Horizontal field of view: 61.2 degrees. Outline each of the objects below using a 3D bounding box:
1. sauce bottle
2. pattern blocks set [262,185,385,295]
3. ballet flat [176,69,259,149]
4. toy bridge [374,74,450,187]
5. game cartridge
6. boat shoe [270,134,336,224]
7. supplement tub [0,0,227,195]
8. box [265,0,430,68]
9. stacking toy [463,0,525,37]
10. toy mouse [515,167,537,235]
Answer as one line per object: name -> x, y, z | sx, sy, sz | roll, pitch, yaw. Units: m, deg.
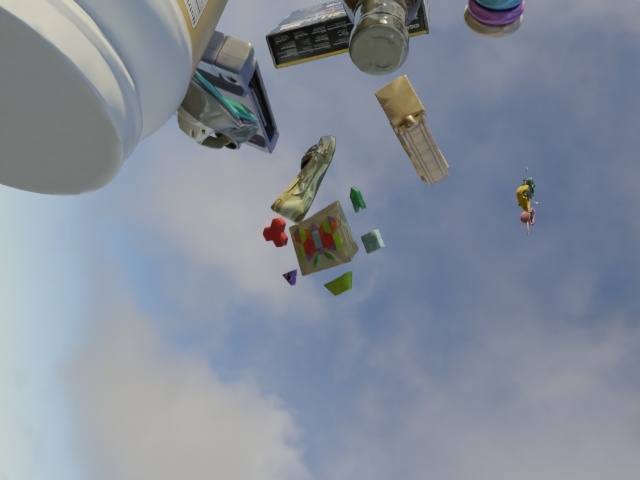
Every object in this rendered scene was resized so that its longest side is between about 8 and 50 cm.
sauce bottle -> 0.084, -0.355, 0.722 | 0.111, 0.111, 0.344 | -48, -151, 46
pattern blocks set -> 0.000, 0.000, 1.347 | 0.325, 0.026, 0.285 | -39, -108, 35
ballet flat -> -0.123, -0.137, 0.612 | 0.072, 0.213, 0.068 | 44, -83, 5
toy bridge -> 0.082, -0.076, 0.440 | 0.026, 0.188, 0.063 | -29, -98, 13
game cartridge -> -0.194, -0.244, 0.860 | 0.355, 0.230, 0.068 | 77, 32, -82
boat shoe -> -0.020, -0.093, 0.757 | 0.153, 0.048, 0.056 | -67, -174, -25
supplement tub -> -0.190, -0.216, 0.422 | 0.228, 0.228, 0.316 | -36, -146, 51
box -> 0.069, -0.471, 1.166 | 0.257, 0.322, 0.079 | -74, 152, -54
stacking toy -> 0.412, -0.621, 1.186 | 0.330, 0.141, 0.141 | 87, -19, -58
toy mouse -> 0.504, -0.093, 1.324 | 0.031, 0.143, 0.161 | 0, -86, 30
